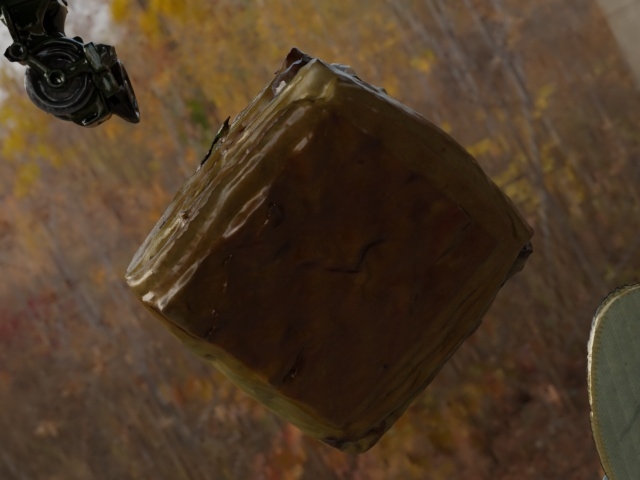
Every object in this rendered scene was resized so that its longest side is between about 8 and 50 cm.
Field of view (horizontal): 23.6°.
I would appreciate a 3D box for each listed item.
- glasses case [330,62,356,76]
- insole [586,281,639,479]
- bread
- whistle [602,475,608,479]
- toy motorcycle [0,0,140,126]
[{"bbox_3d":[0.011,-0.101,1.729,0.049,0.197,0.076,10,9,15],"label":"glasses case"},{"bbox_3d":[0.156,0.107,0.649,0.064,0.188,0.004,-18,7,7],"label":"insole"},{"bbox_3d":[0.000,0.000,1.294,0.277,0.324,0.167,-49,40,7],"label":"bread"},{"bbox_3d":[0.344,0.317,1.453,0.093,0.269,0.180,-41,22,-7],"label":"whistle"},{"bbox_3d":[-0.288,-0.236,1.648,0.127,0.275,0.205,-27,3,-1],"label":"toy motorcycle"}]
